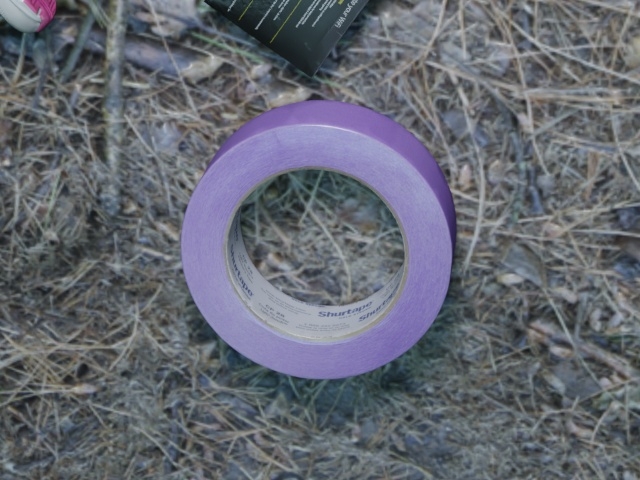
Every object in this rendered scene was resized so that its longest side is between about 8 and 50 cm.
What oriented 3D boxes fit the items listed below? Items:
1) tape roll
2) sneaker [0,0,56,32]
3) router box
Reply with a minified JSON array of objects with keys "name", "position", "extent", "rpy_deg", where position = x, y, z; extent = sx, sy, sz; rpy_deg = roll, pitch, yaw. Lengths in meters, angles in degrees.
[{"name":"tape roll","position":[0.000,0.000,1.672],"extent":[0.275,0.090,0.275],"rpy_deg":[2,112,6]},{"name":"sneaker","position":[-0.374,-0.281,1.616],"extent":[0.252,0.103,0.111],"rpy_deg":[40,115,-1]},{"name":"router box","position":[-0.010,-0.267,1.593],"extent":[0.133,0.046,0.179],"rpy_deg":[35,112,-7]}]
